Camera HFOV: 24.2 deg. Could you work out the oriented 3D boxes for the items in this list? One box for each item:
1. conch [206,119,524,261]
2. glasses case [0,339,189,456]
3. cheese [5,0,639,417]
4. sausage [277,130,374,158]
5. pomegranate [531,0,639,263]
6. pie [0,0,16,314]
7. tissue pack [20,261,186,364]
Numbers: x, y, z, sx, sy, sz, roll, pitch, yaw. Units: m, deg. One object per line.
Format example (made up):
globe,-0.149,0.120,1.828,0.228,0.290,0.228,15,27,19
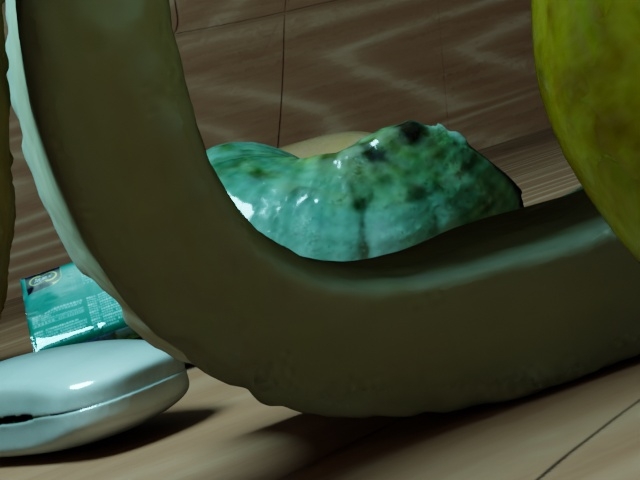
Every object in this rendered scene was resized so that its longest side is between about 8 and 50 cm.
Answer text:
conch,0.002,0.002,0.840,0.175,0.122,0.188,6,-7,-33
glasses case,-0.144,0.084,0.786,0.076,0.049,0.197,-19,4,-42
cheese,0.043,-0.085,0.612,0.332,0.292,0.153,-9,1,-14
sausage,-0.058,0.000,1.108,0.304,0.121,0.121,-13,5,43
pomegranate,0.180,-0.085,0.412,0.260,0.261,0.260,-17,4,1
pie,-0.141,0.000,0.500,0.068,0.283,0.128,12,-20,-32
tissue pack,-0.128,0.057,0.975,0.111,0.079,0.085,-18,39,-5
